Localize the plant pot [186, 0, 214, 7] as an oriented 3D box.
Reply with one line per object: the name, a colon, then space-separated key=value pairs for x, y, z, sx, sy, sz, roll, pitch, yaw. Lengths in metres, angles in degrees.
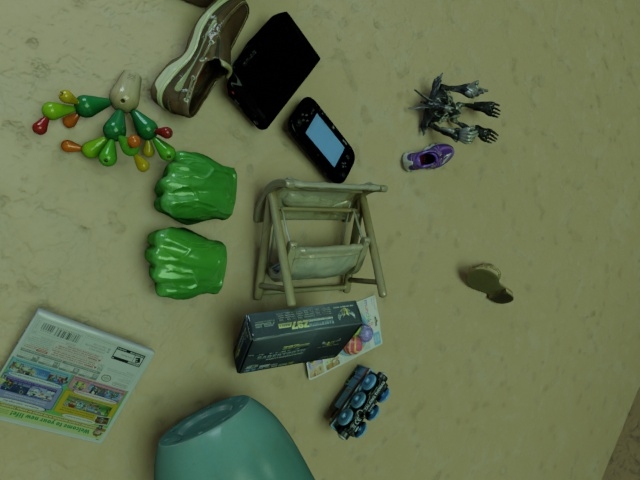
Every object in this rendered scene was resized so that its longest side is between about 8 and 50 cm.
plant pot: x=-0.170 y=-0.571 z=0.842 sx=0.263 sy=0.229 sz=0.263 roll=-4 pitch=98 yaw=-34

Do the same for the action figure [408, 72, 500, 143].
action figure: x=0.367 y=-0.337 z=1.271 sx=0.276 sy=0.141 sz=0.164 roll=2 pitch=105 yaw=-35

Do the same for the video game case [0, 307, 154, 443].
video game case: x=-0.434 y=0.242 z=0.849 sx=0.212 sy=0.023 sz=0.193 roll=31 pitch=87 yaw=-32

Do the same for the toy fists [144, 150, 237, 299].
toy fists: x=-0.252 y=-0.029 z=0.921 sx=0.142 sy=0.096 sz=0.279 roll=10 pitch=87 yaw=-42

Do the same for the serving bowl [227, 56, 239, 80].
serving bowl: x=-0.155 y=-0.329 z=0.991 sx=0.083 sy=0.027 sz=0.083 roll=-5 pitch=98 yaw=-38

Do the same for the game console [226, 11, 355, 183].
game console: x=-0.033 y=-0.281 z=1.051 sx=0.361 sy=0.044 sz=0.213 roll=46 pitch=67 yaw=-34

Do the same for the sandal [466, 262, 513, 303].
sandal: x=0.498 y=0.108 z=1.452 sx=0.240 sy=0.088 sz=0.079 roll=35 pitch=44 yaw=-38

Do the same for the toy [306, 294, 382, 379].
toy: x=0.068 y=0.235 z=1.177 sx=0.237 sy=0.056 sz=0.136 roll=-17 pitch=104 yaw=-31

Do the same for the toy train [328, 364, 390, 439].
toy train: x=0.090 y=0.391 z=1.176 sx=0.080 sy=0.105 sz=0.184 roll=46 pitch=70 yaw=-18

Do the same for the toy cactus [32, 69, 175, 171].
toy cactus: x=-0.351 y=-0.215 z=0.834 sx=0.219 sy=0.112 sz=0.180 roll=13 pitch=70 yaw=-13

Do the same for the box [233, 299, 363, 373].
box: x=-0.051 y=0.200 z=1.001 sx=0.233 sy=0.183 sz=0.059 roll=-5 pitch=57 yaw=-23

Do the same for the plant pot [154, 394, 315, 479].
plant pot: x=-0.170 y=0.438 z=0.914 sx=0.293 sy=0.293 sz=0.235 roll=-22 pitch=90 yaw=-30

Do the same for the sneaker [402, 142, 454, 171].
sneaker: x=0.295 y=-0.213 z=1.274 sx=0.170 sy=0.071 sz=0.068 roll=-22 pitch=106 yaw=-31

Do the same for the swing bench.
swing bench: x=0.000 y=0.000 z=1.051 sx=0.253 sy=0.165 sz=0.254 roll=0 pitch=89 yaw=-33

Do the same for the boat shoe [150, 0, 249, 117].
boat shoe: x=-0.198 y=-0.336 z=0.906 sx=0.095 sy=0.095 sz=0.257 roll=33 pitch=86 yaw=13
